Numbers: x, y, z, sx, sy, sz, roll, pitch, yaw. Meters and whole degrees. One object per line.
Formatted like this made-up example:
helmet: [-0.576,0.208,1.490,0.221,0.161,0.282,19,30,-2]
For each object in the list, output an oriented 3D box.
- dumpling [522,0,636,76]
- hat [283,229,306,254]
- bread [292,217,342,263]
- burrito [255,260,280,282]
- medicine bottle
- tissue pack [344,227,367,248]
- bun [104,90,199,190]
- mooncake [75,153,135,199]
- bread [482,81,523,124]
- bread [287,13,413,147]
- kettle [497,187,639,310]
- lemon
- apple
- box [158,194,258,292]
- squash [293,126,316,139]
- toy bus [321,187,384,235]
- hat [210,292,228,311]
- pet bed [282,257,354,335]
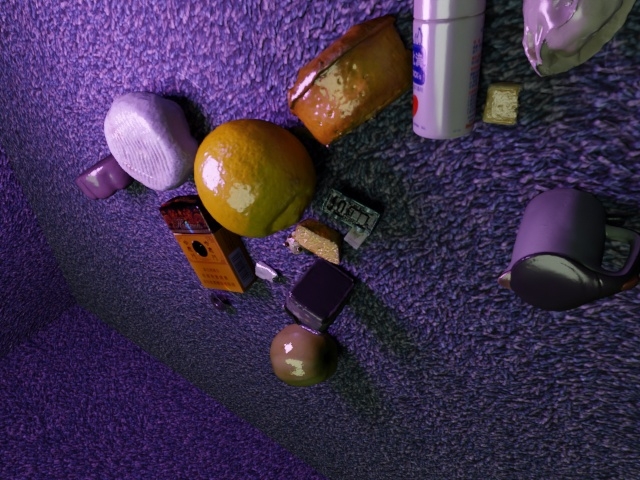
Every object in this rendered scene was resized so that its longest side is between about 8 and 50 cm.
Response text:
dumpling: [0.429,-0.396,0.656,0.173,0.142,0.246,-4,121,-3]
hat: [-0.086,0.014,1.424,0.077,0.059,0.076,35,143,2]
bread: [0.000,0.000,1.342,0.188,0.065,0.103,29,135,17]
burrito: [-0.210,0.131,1.625,0.118,0.044,0.074,24,132,23]
medicine bottle: [0.245,-0.379,0.787,0.131,0.130,0.340,15,132,28]
tissue pack: [0.118,-0.021,1.262,0.056,0.023,0.108,38,138,5]
bun: [-0.565,-0.340,1.392,0.355,0.194,0.354,19,134,21]
mooncake: [-0.858,-0.268,1.654,0.245,0.245,0.133,2,129,37]
bread: [0.375,-0.283,0.841,0.070,0.035,0.083,12,124,30]
bread: [0.046,-0.337,0.938,0.340,0.179,0.194,-26,107,47]
kettle: [0.510,0.017,0.824,0.241,0.255,0.165,-1,121,37]
lemon: [-0.182,-0.175,1.145,0.349,0.348,0.347,21,134,23]
apple: [-0.072,0.469,1.672,0.280,0.279,0.278,21,134,23]
box: [-0.450,0.012,1.657,0.265,0.115,0.414,3,126,37]
squash: [-0.039,-0.303,1.145,0.084,0.027,0.027,18,133,27]
toy bus: [0.094,-0.086,1.175,0.160,0.092,0.079,30,108,13]
hat: [-0.481,0.290,1.961,0.121,0.050,0.121,26,137,27]
pet bed: [-0.004,0.197,1.401,0.183,0.210,0.159,34,147,8]
